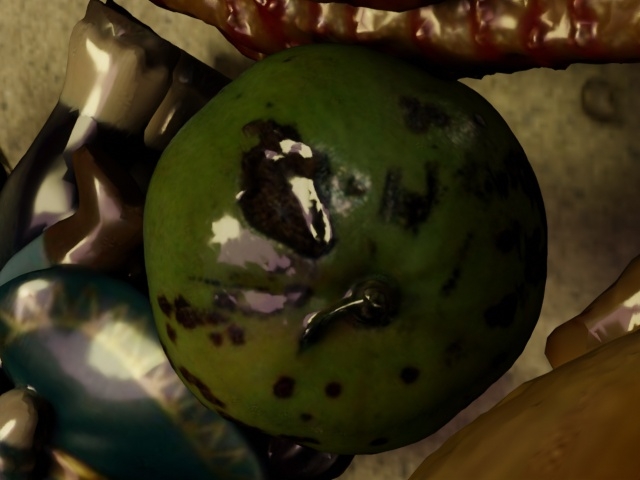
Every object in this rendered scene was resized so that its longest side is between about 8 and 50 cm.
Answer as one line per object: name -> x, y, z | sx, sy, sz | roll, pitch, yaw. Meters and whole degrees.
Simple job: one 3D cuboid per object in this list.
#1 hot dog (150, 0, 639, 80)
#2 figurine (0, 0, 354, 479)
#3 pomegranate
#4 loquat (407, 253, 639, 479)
hot dog -> 0.047, -0.159, 0.486 | 0.405, 0.185, 0.223 | 11, 107, 37
figurine -> -0.113, 0.109, 0.636 | 0.306, 0.241, 0.412 | 2, 88, 7
pomegranate -> 0.000, 0.000, 0.484 | 0.161, 0.122, 0.122 | -154, 59, -66
loquat -> 0.143, 0.138, 0.416 | 0.328, 0.328, 0.360 | -14, 60, 40
